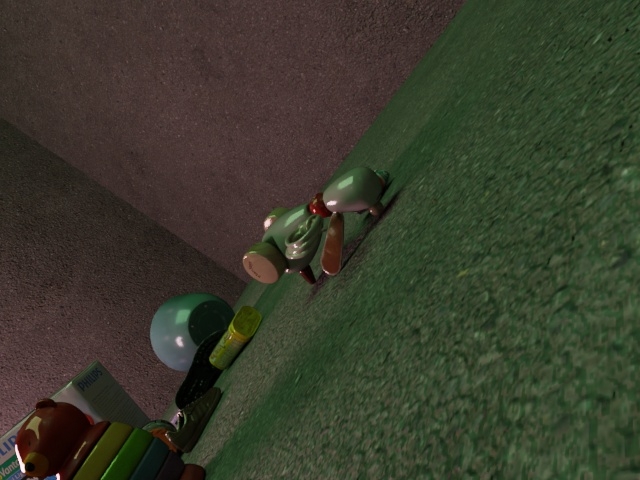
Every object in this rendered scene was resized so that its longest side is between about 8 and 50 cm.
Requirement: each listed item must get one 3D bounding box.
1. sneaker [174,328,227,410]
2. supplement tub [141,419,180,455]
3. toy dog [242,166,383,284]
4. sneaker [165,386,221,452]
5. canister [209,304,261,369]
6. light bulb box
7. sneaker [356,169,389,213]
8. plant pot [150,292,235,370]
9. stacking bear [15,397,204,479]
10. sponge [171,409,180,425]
[{"bbox_3d":[-0.376,0.416,1.655,0.283,0.107,0.124,-57,0,-16],"label":"sneaker"},{"bbox_3d":[-0.422,0.530,1.316,0.117,0.117,0.190,-58,7,-22],"label":"supplement tub"},{"bbox_3d":[0.000,0.000,0.955,0.220,0.161,0.333,-55,20,-23],"label":"toy dog"},{"bbox_3d":[-0.302,0.413,1.220,0.066,0.071,0.188,-52,8,30],"label":"sneaker"},{"bbox_3d":[-0.257,0.292,1.517,0.170,0.073,0.126,-54,6,29],"label":"canister"},{"bbox_3d":[-0.698,0.616,1.461,0.358,0.361,0.225,-39,6,-4],"label":"light bulb box"},{"bbox_3d":[0.099,-0.105,1.047,0.075,0.057,0.161,-39,2,-12],"label":"sneaker"},{"bbox_3d":[-0.437,0.321,1.846,0.235,0.293,0.293,-24,29,51],"label":"plant pot"},{"bbox_3d":[-0.351,0.368,0.817,0.175,0.289,0.164,-53,7,21],"label":"stacking bear"},{"bbox_3d":[-0.467,0.586,1.755,0.117,0.031,0.210,-58,7,-25],"label":"sponge"}]
